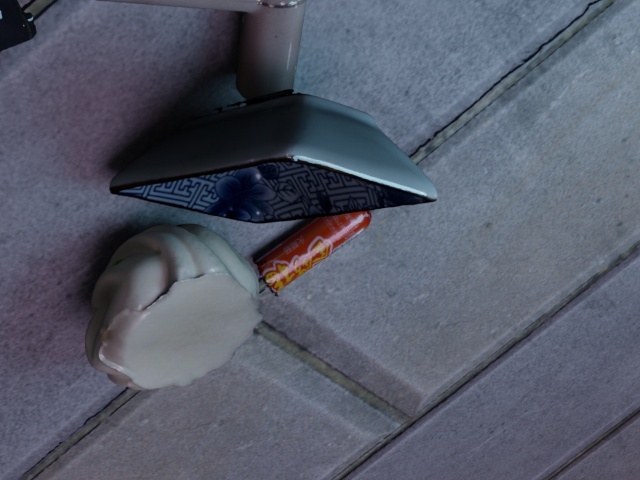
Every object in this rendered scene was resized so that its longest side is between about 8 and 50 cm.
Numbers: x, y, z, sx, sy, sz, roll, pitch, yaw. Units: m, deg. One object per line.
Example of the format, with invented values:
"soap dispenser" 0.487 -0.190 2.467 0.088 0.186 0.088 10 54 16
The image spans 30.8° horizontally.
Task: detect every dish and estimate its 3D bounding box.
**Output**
"dish" -0.042 -0.073 1.001 0.182 0.080 0.243 13 168 -43

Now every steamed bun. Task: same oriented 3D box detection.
"steamed bun" -0.145 0.059 1.121 0.183 0.106 0.183 -22 142 -18

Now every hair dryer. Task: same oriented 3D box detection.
"hair dryer" -0.113 -0.182 0.921 0.220 0.053 0.195 -14 139 -21

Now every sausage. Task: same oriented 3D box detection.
"sausage" 0.000 0.000 1.205 0.145 0.048 0.050 -35 104 1

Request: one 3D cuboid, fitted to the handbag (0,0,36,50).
"handbag" -0.309 -0.198 0.724 0.211 0.089 0.254 -27 129 -21
